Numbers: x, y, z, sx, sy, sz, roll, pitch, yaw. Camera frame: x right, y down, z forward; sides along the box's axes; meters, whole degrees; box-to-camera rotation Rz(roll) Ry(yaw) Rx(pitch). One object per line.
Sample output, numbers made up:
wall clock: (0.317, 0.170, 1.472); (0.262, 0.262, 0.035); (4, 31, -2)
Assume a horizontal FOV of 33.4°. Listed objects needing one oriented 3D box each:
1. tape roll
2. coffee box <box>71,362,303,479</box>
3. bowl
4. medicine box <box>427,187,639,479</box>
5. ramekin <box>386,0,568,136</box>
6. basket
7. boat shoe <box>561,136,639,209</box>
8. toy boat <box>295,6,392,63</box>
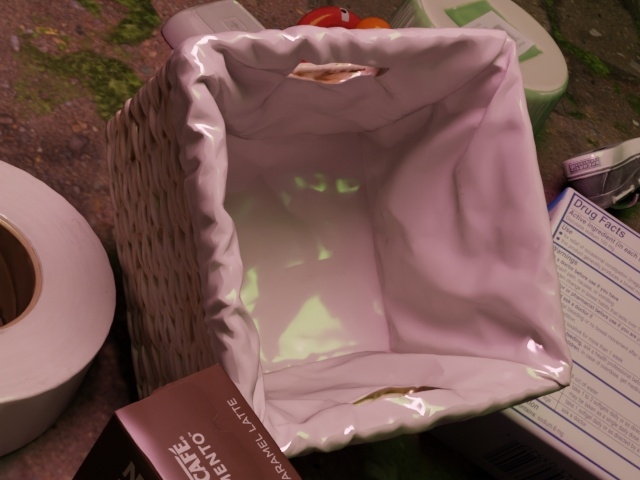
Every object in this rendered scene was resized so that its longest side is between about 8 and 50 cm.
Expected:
tape roll: (-0.327, 0.050, 0.918); (0.286, 0.100, 0.286); (21, 41, -19)
coffee box: (-0.119, 0.224, 0.772); (0.098, 0.246, 0.141); (-19, 63, -46)
bowl: (-0.125, -0.270, 1.437); (0.142, 0.053, 0.142); (47, 40, 12)
medicine box: (0.296, 0.140, 1.169); (0.263, 0.149, 0.289); (34, 60, -2)
ramekin: (0.224, -0.261, 1.605); (0.303, 0.148, 0.303); (20, 41, -18)
basket: (0.000, 0.000, 0.951); (0.328, 0.266, 0.331); (-8, 88, -30)
boat shoe: (0.463, -0.099, 1.661); (0.301, 0.108, 0.102); (-19, 95, -60)
toy boat: (0.049, -0.241, 1.453); (0.151, 0.151, 0.231); (9, 46, -30)
